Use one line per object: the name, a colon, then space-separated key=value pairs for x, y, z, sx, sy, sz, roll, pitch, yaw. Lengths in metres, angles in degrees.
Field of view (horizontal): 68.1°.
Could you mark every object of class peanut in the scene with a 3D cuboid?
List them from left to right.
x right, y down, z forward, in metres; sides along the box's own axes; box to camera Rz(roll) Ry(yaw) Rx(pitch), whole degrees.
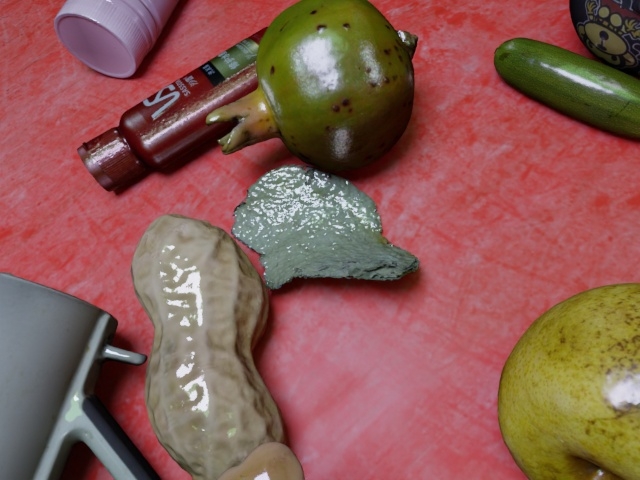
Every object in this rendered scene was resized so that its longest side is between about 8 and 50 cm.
peanut: x=-0.110 y=0.107 z=0.476 sx=0.136 sy=0.120 sz=0.298 roll=-8 pitch=65 yaw=-16

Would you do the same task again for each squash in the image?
squash: x=0.320 y=-0.180 z=0.567 sx=0.252 sy=0.066 sz=0.066 roll=35 pitch=75 yaw=24

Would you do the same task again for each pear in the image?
pear: x=0.247 y=0.127 z=0.363 sx=0.198 sy=0.197 sz=0.197 roll=-4 pitch=63 yaw=8

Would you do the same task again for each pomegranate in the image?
pomegranate: x=-0.004 y=-0.170 z=0.538 sx=0.246 sy=0.198 sz=0.198 roll=-24 pitch=59 yaw=-32

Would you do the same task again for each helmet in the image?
helmet: x=0.404 y=-0.282 z=0.549 sx=0.231 sy=0.160 sz=0.279 roll=39 pitch=50 yaw=23

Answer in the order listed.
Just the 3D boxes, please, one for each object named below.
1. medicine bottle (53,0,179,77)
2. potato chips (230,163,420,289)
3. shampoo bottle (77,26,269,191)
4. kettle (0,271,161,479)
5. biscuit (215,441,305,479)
medicine bottle: x=-0.299 y=-0.394 z=0.751 sx=0.134 sy=0.133 sz=0.249 roll=10 pitch=67 yaw=15
potato chips: x=0.000 y=-0.005 z=0.542 sx=0.167 sy=0.059 sz=0.228 roll=-32 pitch=54 yaw=-14
shampoo bottle: x=-0.175 y=-0.181 z=0.651 sx=0.314 sy=0.076 sz=0.118 roll=-34 pitch=54 yaw=-7
kettle: x=-0.316 y=0.229 z=0.413 sx=0.362 sy=0.250 sz=0.376 roll=16 pitch=67 yaw=-14
biscuit: x=-0.112 y=0.275 z=0.235 sx=0.325 sy=0.044 sz=0.217 roll=-28 pitch=57 yaw=-7
